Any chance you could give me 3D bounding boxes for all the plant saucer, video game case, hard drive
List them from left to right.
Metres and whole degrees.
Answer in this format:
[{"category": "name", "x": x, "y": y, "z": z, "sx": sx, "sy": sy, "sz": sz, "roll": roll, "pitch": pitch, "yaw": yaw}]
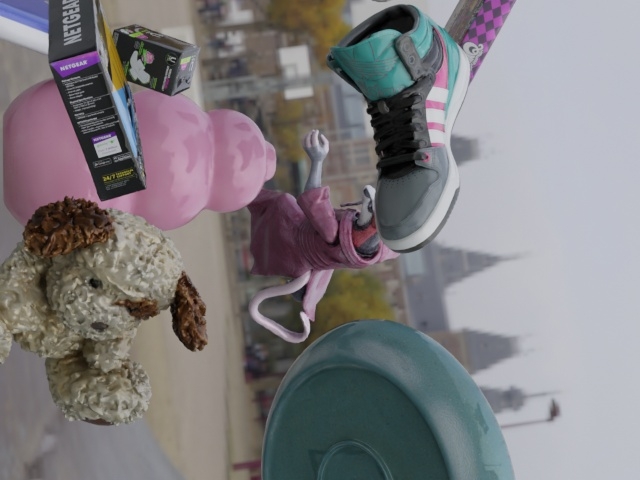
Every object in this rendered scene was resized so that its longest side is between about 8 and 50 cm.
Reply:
[{"category": "hard drive", "x": -0.410, "y": -0.282, "z": 1.407, "sx": 0.210, "sy": 0.319, "sz": 0.040, "roll": 37, "pitch": -75, "yaw": 47}, {"category": "plant saucer", "x": 0.043, "y": 0.232, "z": 1.120, "sx": 0.318, "sy": 0.044, "sz": 0.317, "roll": 4, "pitch": -85, "yaw": 47}, {"category": "video game case", "x": 0.170, "y": -0.230, "z": 1.591, "sx": 0.232, "sy": 0.042, "sz": 0.210, "roll": -61, "pitch": -173, "yaw": 4}]

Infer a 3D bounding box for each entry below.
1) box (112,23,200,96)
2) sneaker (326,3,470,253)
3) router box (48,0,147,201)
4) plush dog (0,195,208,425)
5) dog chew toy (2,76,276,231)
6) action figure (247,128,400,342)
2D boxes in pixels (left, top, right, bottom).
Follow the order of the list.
[{"category": "box", "x": -0.185, "y": -0.200, "z": 1.346, "sx": 0.062, "sy": 0.083, "sz": 0.052, "roll": -48, "pitch": 157, "yaw": -68}, {"category": "sneaker", "x": 0.081, "y": -0.148, "z": 1.351, "sx": 0.178, "sy": 0.124, "sz": 0.295, "roll": 41, "pitch": 47, "yaw": -40}, {"category": "router box", "x": -0.196, "y": -0.135, "z": 1.063, "sx": 0.179, "sy": 0.046, "sz": 0.133, "roll": -111, "pitch": -175, "yaw": -57}, {"category": "plush dog", "x": -0.238, "y": 0.048, "z": 1.261, "sx": 0.262, "sy": 0.225, "sz": 0.210, "roll": 35, "pitch": 44, "yaw": -35}, {"category": "dog chew toy", "x": -0.220, "y": -0.098, "z": 1.502, "sx": 0.206, "sy": 0.332, "sz": 0.206, "roll": 180, "pitch": -90, "yaw": -75}, {"category": "action figure", "x": 0.000, "y": 0.000, "z": 1.978, "sx": 0.370, "sy": 0.248, "sz": 0.275, "roll": -9, "pitch": -124, "yaw": 60}]
